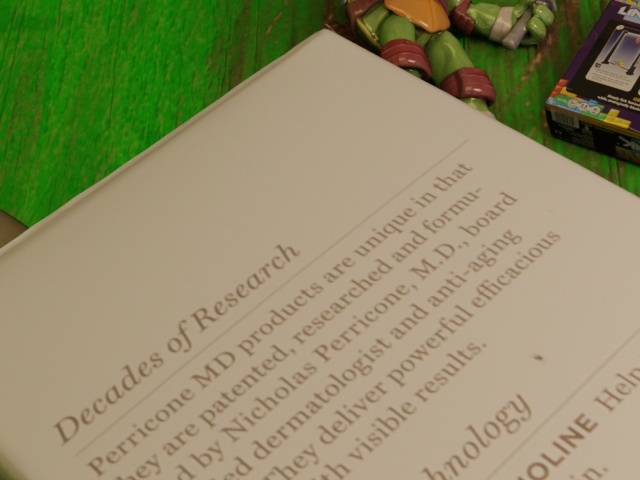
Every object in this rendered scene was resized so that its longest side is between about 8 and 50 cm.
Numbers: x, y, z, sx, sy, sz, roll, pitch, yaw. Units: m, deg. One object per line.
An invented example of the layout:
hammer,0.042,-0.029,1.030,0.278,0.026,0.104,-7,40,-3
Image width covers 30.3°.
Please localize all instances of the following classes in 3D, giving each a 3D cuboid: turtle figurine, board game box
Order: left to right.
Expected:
turtle figurine,0.116,-0.206,0.983,0.274,0.198,0.266,-16,59,14
board game box,0.292,-0.126,0.961,0.170,0.048,0.141,24,68,30

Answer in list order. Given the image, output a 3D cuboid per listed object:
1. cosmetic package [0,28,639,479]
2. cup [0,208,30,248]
cosmetic package,0.042,0.155,0.665,0.327,0.329,0.393,-39,53,-25
cup,-0.260,0.118,0.869,0.236,0.331,0.331,13,62,-1
